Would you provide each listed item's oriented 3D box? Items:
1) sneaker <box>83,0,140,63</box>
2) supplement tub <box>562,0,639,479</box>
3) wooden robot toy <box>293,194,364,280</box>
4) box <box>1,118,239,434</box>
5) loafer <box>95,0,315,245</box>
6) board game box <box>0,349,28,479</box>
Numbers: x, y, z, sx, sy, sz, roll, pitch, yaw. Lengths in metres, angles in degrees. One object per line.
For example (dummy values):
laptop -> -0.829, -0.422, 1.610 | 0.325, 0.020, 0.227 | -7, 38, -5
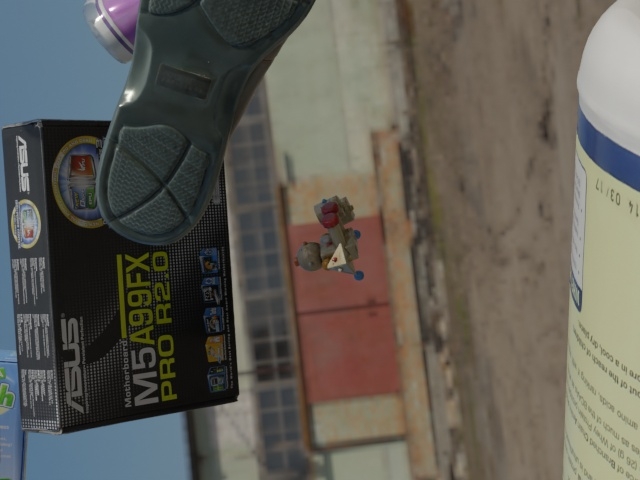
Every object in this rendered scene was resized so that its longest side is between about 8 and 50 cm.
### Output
sneaker -> -0.182, -0.301, 1.603 | 0.102, 0.161, 0.282 | 47, -171, -29
supplement tub -> 0.222, 0.061, 0.604 | 0.235, 0.236, 0.324 | -92, 0, -67
wooden robot toy -> 0.000, 0.000, 1.680 | 0.076, 0.079, 0.173 | 60, -166, -28
box -> -0.176, 0.027, 1.291 | 0.216, 0.060, 0.270 | -3, -90, -48
loafer -> -0.066, -0.127, 0.870 | 0.084, 0.096, 0.267 | -81, 17, -70
board game box -> -0.362, 0.205, 1.361 | 0.039, 0.160, 0.211 | -109, 24, -75
